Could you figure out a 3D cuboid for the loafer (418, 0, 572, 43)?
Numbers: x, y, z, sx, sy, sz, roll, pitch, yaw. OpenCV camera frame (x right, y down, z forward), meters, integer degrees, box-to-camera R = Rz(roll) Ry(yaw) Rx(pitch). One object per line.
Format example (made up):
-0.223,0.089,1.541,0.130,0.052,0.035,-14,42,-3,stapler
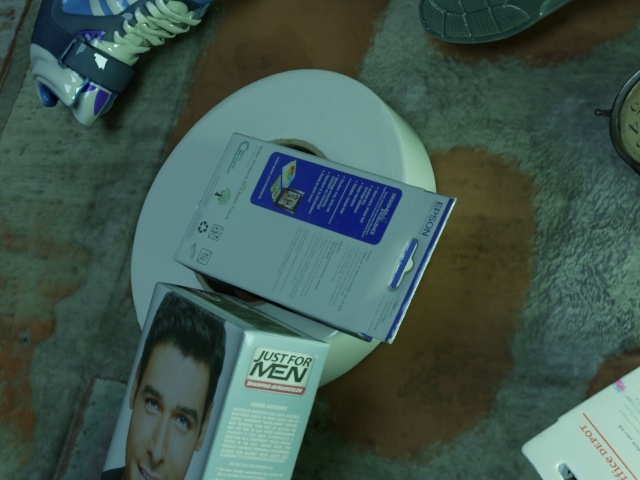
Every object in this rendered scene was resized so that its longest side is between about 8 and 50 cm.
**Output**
0.237,-0.282,1.637,0.267,0.084,0.096,-17,90,34,loafer

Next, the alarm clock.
0.361,-0.102,1.449,0.129,0.064,0.192,-43,47,12,alarm clock

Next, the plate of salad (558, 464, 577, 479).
0.287,0.235,1.349,0.200,0.048,0.200,-17,60,31,plate of salad

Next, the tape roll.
-0.050,-0.009,1.707,0.392,0.072,0.392,-16,60,31,tape roll

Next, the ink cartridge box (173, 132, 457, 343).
0.000,0.000,1.576,0.332,0.065,0.165,20,81,43,ink cartridge box

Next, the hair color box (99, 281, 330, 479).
-0.133,0.250,1.535,0.185,0.113,0.374,22,97,52,hair color box

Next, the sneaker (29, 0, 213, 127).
-0.246,-0.259,1.956,0.323,0.130,0.236,3,80,33,sneaker

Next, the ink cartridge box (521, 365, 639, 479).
0.288,0.181,1.307,0.198,0.067,0.115,-30,53,-7,ink cartridge box
